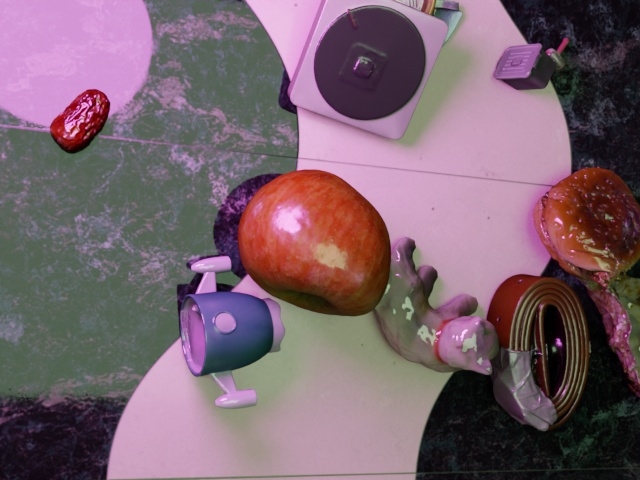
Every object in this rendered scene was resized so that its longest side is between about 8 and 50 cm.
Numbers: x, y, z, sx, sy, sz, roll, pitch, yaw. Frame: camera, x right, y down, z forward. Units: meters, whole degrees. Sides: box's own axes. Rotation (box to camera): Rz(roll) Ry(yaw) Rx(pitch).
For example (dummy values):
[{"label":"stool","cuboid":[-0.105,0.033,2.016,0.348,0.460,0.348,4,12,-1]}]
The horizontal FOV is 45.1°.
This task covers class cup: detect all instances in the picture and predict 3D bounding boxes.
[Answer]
[{"label":"cup","cuboid":[-0.167,0.173,1.492,0.173,0.167,0.300,-5,72,-25]}]

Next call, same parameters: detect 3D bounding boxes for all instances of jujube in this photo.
[{"label":"jujube","cuboid":[-0.441,-0.224,1.428,0.077,0.077,0.129,39,70,-16]}]

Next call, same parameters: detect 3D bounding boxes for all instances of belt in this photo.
[{"label":"belt","cuboid":[0.484,0.248,1.726,0.217,0.122,0.339,-3,94,-19]}]

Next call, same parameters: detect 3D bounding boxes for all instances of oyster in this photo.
[{"label":"oyster","cuboid":[0.742,0.201,1.831,0.204,0.111,0.396,-32,101,-31]}]

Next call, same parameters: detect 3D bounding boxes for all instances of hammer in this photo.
[{"label":"hammer","cuboid":[0.545,-0.432,1.760,0.052,0.031,0.083,43,70,-18]}]

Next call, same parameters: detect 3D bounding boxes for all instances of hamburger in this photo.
[{"label":"hamburger","cuboid":[0.601,-0.027,1.714,0.243,0.146,0.286,14,65,-9]}]

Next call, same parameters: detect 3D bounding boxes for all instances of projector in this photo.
[{"label":"projector","cuboid":[0.093,-0.363,1.559,0.257,0.079,0.259,17,111,-17]}]

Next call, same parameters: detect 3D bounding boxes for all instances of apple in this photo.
[{"label":"apple","cuboid":[0.000,0.000,1.480,0.309,0.277,0.250,31,67,-32]}]

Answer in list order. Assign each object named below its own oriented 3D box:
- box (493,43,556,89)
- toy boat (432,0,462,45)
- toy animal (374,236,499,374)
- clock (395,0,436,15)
[{"label":"box","cuboid":[0.450,-0.376,1.686,0.069,0.122,0.084,28,86,-29]},{"label":"toy boat","cuboid":[0.259,-0.456,1.667,0.096,0.034,0.122,0,102,-18]},{"label":"toy animal","cuboid":[0.243,0.149,1.618,0.266,0.188,0.308,-5,98,-9]},{"label":"clock","cuboid":[0.127,-0.522,1.601,0.237,0.057,0.237,-2,98,-16]}]
